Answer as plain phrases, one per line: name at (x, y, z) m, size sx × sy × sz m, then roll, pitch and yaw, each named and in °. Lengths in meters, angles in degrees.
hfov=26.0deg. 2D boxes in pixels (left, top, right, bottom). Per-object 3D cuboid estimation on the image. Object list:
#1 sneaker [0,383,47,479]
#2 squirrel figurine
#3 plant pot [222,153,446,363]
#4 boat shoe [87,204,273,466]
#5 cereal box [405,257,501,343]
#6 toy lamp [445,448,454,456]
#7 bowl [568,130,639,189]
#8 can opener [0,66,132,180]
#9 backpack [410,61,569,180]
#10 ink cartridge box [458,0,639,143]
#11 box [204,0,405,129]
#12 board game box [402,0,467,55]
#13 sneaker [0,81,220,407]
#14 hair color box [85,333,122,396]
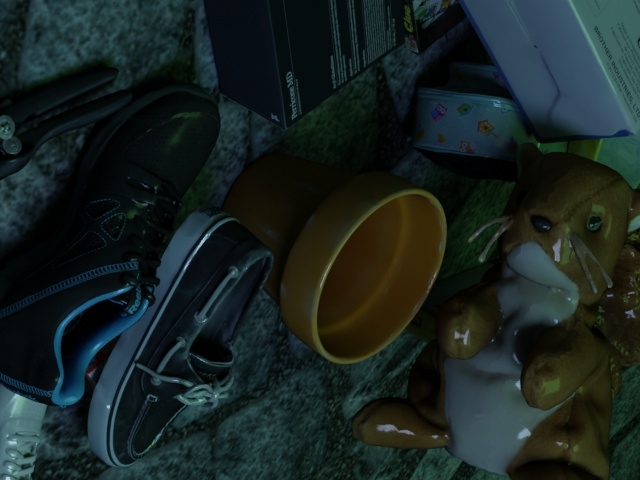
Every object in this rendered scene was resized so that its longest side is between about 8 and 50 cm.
sneaker at (-0.315, 0.227, 1.355) m, size 0.090 × 0.095 × 0.235 m, roll 20°, pitch 98°, yaw -54°
squirrel figurine at (0.272, 0.073, 1.609) m, size 0.397 × 0.281 × 0.370 m, roll -11°, pitch 116°, yaw -55°
plant pot at (0.000, 0.000, 1.497) m, size 0.205 × 0.188 × 0.205 m, roll -31°, pitch 137°, yaw -34°
boat shoe at (-0.134, 0.118, 1.397) m, size 0.113 × 0.105 × 0.306 m, roll -1°, pitch 123°, yaw -61°
cereal box at (0.244, 0.103, 1.904) m, size 0.240 × 0.173 × 0.047 m, roll -17°, pitch 128°, yaw -44°
toy lamp at (0.292, 0.248, 2.164) m, size 0.275 × 0.080 × 0.080 m, roll -31°, pitch 137°, yaw -35°
bowl at (0.362, -0.191, 1.827) m, size 0.289 × 0.156 × 0.289 m, roll -42°, pitch 149°, yaw -34°
can opener at (-0.246, -0.109, 1.229) m, size 0.186 × 0.073 × 0.059 m, roll -38°, pitch 102°, yaw -33°
backpack at (0.203, -0.142, 1.672) m, size 0.188 × 0.166 × 0.144 m, roll -3°, pitch 103°, yaw -49°
ink cartridge box at (0.340, -0.337, 1.581) m, size 0.395 × 0.151 × 0.270 m, roll -50°, pitch 122°, yaw -28°
box at (-0.019, -0.269, 1.342) m, size 0.184 × 0.103 × 0.261 m, roll -40°, pitch 143°, yaw -30°
board game box at (0.185, -0.340, 1.615) m, size 0.260 × 0.030 × 0.136 m, roll -41°, pitch 140°, yaw -25°
sneaker at (-0.186, 0.006, 1.307) m, size 0.340 × 0.140 × 0.125 m, roll -55°, pitch 144°, yaw -8°
hair color box at (-0.195, 0.102, 1.456) m, size 0.141 × 0.043 × 0.072 m, roll -44°, pitch 145°, yaw -20°
